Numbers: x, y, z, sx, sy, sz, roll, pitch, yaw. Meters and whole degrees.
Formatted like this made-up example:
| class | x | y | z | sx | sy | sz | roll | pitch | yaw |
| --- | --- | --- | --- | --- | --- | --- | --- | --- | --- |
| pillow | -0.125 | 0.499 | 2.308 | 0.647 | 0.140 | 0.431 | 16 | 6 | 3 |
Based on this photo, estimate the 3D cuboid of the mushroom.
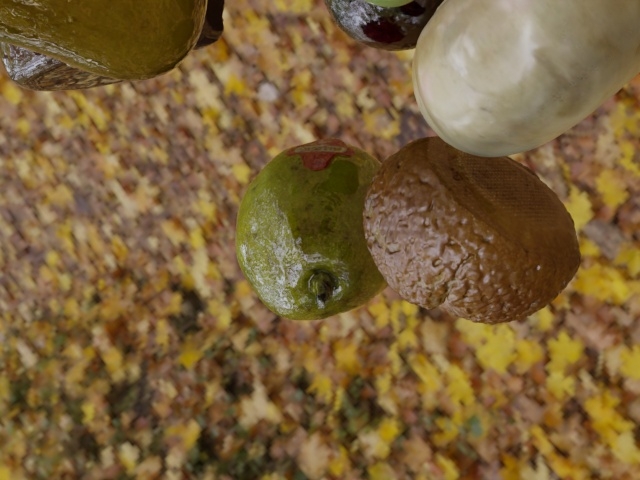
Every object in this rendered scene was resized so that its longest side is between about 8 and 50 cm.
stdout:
| class | x | y | z | sx | sy | sz | roll | pitch | yaw |
| --- | --- | --- | --- | --- | --- | --- | --- | --- | --- |
| mushroom | 0.255 | -0.272 | 1.412 | 0.325 | 0.353 | 0.353 | -121 | 10 | -57 |

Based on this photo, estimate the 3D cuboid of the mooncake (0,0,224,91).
| class | x | y | z | sx | sy | sz | roll | pitch | yaw |
| --- | --- | --- | --- | --- | --- | --- | --- | --- | --- |
| mooncake | -0.304 | -0.326 | 1.725 | 0.326 | 0.334 | 0.174 | 126 | 132 | -87 |

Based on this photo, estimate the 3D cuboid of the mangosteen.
| class | x | y | z | sx | sy | sz | roll | pitch | yaw |
| --- | --- | --- | --- | --- | --- | --- | --- | --- | --- |
| mangosteen | 0.120 | -0.451 | 1.899 | 0.297 | 0.297 | 0.293 | 9 | 134 | 55 |

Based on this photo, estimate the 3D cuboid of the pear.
| class | x | y | z | sx | sy | sz | roll | pitch | yaw |
| --- | --- | --- | --- | --- | --- | --- | --- | --- | --- |
| pear | 0.000 | 0.000 | 1.961 | 0.375 | 0.287 | 0.287 | -90 | -20 | -60 |

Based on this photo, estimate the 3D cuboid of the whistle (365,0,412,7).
| class | x | y | z | sx | sy | sz | roll | pitch | yaw |
| --- | --- | --- | --- | --- | --- | --- | --- | --- | --- |
| whistle | 0.066 | -0.388 | 1.589 | 0.141 | 0.141 | 0.294 | 42 | -164 | 21 |

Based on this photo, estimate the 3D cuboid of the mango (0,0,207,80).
| class | x | y | z | sx | sy | sz | roll | pitch | yaw |
| --- | --- | --- | --- | --- | --- | --- | --- | --- | --- |
| mango | -0.282 | -0.326 | 1.257 | 0.445 | 0.301 | 0.220 | 47 | 174 | -38 |

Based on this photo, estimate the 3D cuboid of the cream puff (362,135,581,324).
| class | x | y | z | sx | sy | sz | roll | pitch | yaw |
| --- | --- | --- | --- | --- | --- | --- | --- | --- | --- |
| cream puff | 0.192 | -0.005 | 1.643 | 0.303 | 0.303 | 0.212 | 46 | 123 | 14 |
